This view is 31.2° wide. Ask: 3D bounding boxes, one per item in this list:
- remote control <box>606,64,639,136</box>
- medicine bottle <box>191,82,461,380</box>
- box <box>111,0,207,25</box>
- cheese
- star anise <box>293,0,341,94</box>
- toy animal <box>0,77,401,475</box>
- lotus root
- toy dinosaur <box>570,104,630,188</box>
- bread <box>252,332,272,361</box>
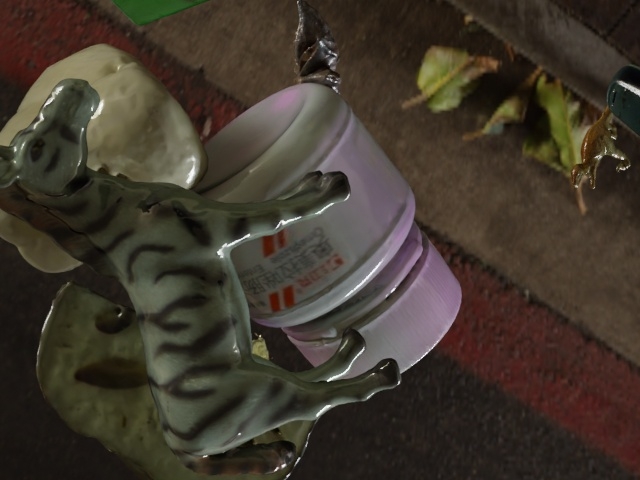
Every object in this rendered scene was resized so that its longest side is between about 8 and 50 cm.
[{"bbox_3d":[0.382,-0.110,1.193,0.042,0.222,0.072,-23,138,-23],"label":"remote control"},{"bbox_3d":[0.000,0.000,1.314,0.241,0.241,0.302,-29,114,24],"label":"medicine bottle"},{"bbox_3d":[0.031,-0.165,0.376,0.235,0.132,0.034,-16,153,20],"label":"box"},{"bbox_3d":[-0.220,-0.115,1.248,0.251,0.247,0.173,-26,123,29],"label":"cheese"},{"bbox_3d":[-0.001,-0.211,1.494,0.065,0.195,0.182,-2,143,-3],"label":"star anise"},{"bbox_3d":[-0.059,0.010,0.661,0.170,0.090,0.255,-35,97,-9],"label":"toy animal"},{"bbox_3d":[-0.160,0.165,1.147,0.267,0.260,0.149,28,77,-5],"label":"lotus root"},{"bbox_3d":[0.398,-0.156,1.647,0.039,0.126,0.162,6,101,46],"label":"toy dinosaur"},{"bbox_3d":[-0.121,0.195,1.401,0.127,0.147,0.152,-23,89,20],"label":"bread"}]
